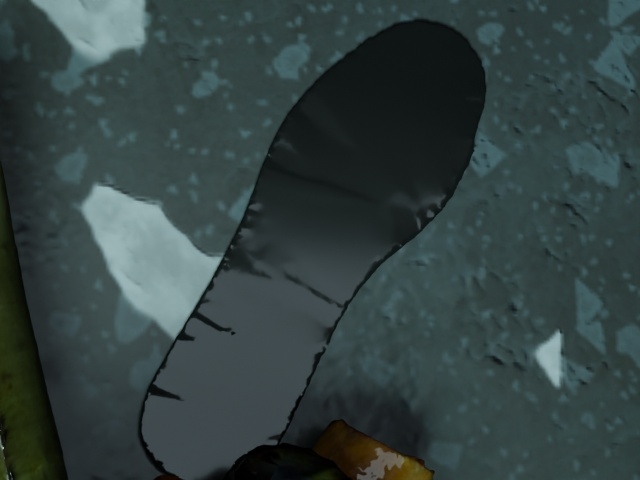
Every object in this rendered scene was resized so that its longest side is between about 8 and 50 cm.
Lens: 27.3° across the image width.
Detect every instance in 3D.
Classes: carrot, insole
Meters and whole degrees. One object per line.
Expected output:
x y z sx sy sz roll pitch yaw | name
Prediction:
-0.022 0.195 0.751 0.072 0.072 0.205 41 74 -3 | carrot
0.000 0.000 0.830 0.119 0.009 0.348 32 72 -4 | insole

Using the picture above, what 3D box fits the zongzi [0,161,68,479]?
-0.311 0.111 0.641 0.361 0.160 0.323 -11 82 -21 | zongzi

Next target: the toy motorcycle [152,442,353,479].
-0.033 0.243 0.555 0.207 0.134 0.401 10 40 -26 | toy motorcycle
